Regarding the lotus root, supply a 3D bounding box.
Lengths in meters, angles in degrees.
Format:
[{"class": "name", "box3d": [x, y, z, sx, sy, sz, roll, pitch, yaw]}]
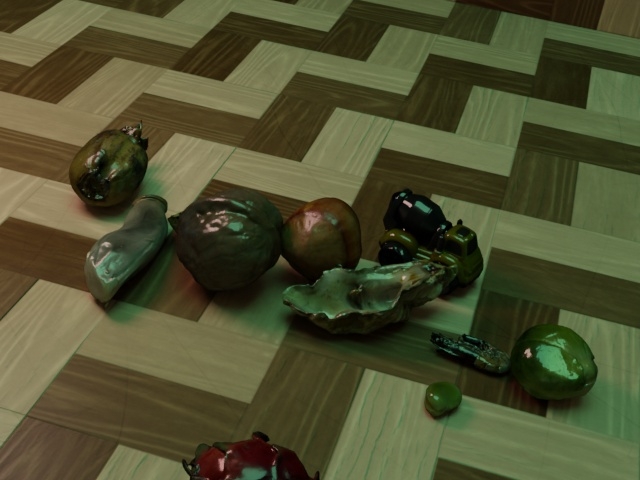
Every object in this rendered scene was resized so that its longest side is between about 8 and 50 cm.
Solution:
[{"class": "lotus root", "box3d": [-0.463, -0.174, 2.120, 0.154, 0.154, 0.278, 10, 36, 5]}]

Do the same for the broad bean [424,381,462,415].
[{"class": "broad bean", "box3d": [0.214, 0.277, 1.676, 0.063, 0.045, 0.083, 30, 33, 28]}]

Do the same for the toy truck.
[{"class": "toy truck", "box3d": [0.235, -0.003, 1.973, 0.224, 0.165, 0.147, 27, 39, 26]}]

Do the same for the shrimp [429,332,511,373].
[{"class": "shrimp", "box3d": [0.285, 0.209, 1.801, 0.161, 0.034, 0.091, 21, 25, 9]}]

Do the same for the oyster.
[{"class": "oyster", "box3d": [0.105, 0.112, 1.839, 0.341, 0.110, 0.166, -16, 35, -25]}]

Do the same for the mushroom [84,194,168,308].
[{"class": "mushroom", "box3d": [-0.383, 0.009, 1.915, 0.109, 0.097, 0.351, 14, 31, 6]}]

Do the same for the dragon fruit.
[{"class": "dragon fruit", "box3d": [-0.108, 0.372, 1.370, 0.274, 0.193, 0.192, 31, 68, 31]}]

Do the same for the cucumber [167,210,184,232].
[{"class": "cucumber", "box3d": [-0.278, -0.049, 2.012, 0.070, 0.046, 0.220, -13, 7, 18]}]

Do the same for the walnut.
[{"class": "walnut", "box3d": [-0.176, -0.005, 1.859, 0.224, 0.224, 0.224, 5, 35, -3]}]

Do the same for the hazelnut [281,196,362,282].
[{"class": "hazelnut", "box3d": [0.000, 0.000, 1.917, 0.182, 0.182, 0.182, 5, 35, -3]}]

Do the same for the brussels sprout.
[{"class": "brussels sprout", "box3d": [0.423, 0.223, 1.727, 0.155, 0.117, 0.155, 8, 55, -11]}]
